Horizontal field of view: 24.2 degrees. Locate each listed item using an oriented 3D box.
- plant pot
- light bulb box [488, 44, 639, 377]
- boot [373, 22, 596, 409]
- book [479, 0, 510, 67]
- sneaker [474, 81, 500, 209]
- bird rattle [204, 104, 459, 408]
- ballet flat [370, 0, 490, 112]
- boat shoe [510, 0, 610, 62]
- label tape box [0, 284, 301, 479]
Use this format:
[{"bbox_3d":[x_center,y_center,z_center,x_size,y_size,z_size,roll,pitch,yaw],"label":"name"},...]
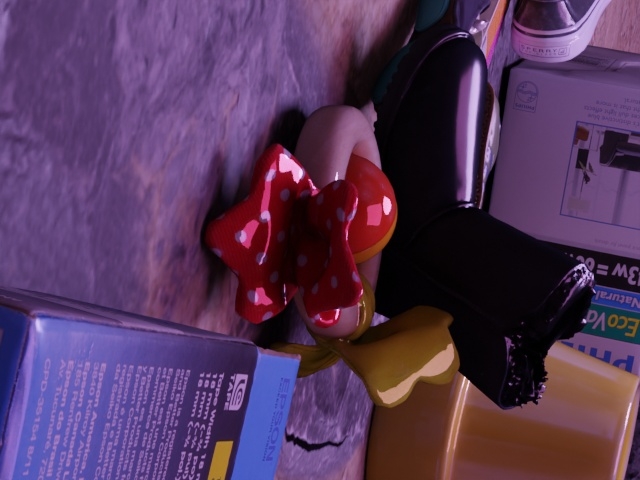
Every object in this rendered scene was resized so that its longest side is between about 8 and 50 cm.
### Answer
[{"bbox_3d":[0.197,0.195,1.539,0.254,0.239,0.254,12,90,-75],"label":"plant pot"},{"bbox_3d":[0.354,-0.048,1.920,0.358,0.225,0.361,-34,134,-68],"label":"light bulb box"},{"bbox_3d":[0.128,-0.018,1.142,0.094,0.207,0.246,1,115,-52],"label":"boot"},{"bbox_3d":[0.166,-0.210,1.527,0.096,0.035,0.144,79,28,-59],"label":"book"},{"bbox_3d":[0.140,-0.060,1.475,0.086,0.064,0.192,31,73,-73],"label":"sneaker"},{"bbox_3d":[0.000,0.000,1.043,0.253,0.143,0.207,59,32,-48],"label":"bird rattle"},{"bbox_3d":[0.103,-0.158,1.262,0.074,0.074,0.203,85,20,-43],"label":"ballet flat"},{"bbox_3d":[0.284,-0.325,1.652,0.335,0.121,0.119,-69,163,-50],"label":"boat shoe"},{"bbox_3d":[-0.126,0.147,0.666,0.333,0.106,0.241,26,77,-74],"label":"label tape box"}]
